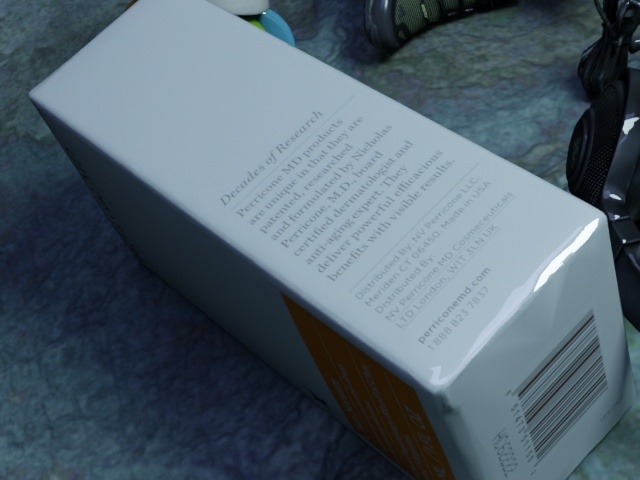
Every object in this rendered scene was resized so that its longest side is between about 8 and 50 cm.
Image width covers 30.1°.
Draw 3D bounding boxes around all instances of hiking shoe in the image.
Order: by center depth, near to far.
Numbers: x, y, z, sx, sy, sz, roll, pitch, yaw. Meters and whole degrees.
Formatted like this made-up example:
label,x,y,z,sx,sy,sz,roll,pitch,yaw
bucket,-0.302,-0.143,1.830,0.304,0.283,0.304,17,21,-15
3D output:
label,x,y,z,sx,sy,sz,roll,pitch,yaw
hiking shoe,0.137,-0.262,1.155,0.114,0.086,0.227,28,65,39

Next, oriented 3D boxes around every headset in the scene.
label,x,y,z,sx,sy,sz,roll,pitch,yaw
headset,0.287,-0.047,0.893,0.243,0.185,0.394,-5,54,-13

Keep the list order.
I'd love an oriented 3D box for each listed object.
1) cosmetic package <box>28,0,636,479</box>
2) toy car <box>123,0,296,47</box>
label,x,y,z,sx,sy,sz,roll,pitch,yaw
cosmetic package,0.000,0.000,0.899,0.161,0.230,0.453,-43,50,-15
toy car,-0.103,-0.195,1.170,0.182,0.159,0.136,20,25,32
